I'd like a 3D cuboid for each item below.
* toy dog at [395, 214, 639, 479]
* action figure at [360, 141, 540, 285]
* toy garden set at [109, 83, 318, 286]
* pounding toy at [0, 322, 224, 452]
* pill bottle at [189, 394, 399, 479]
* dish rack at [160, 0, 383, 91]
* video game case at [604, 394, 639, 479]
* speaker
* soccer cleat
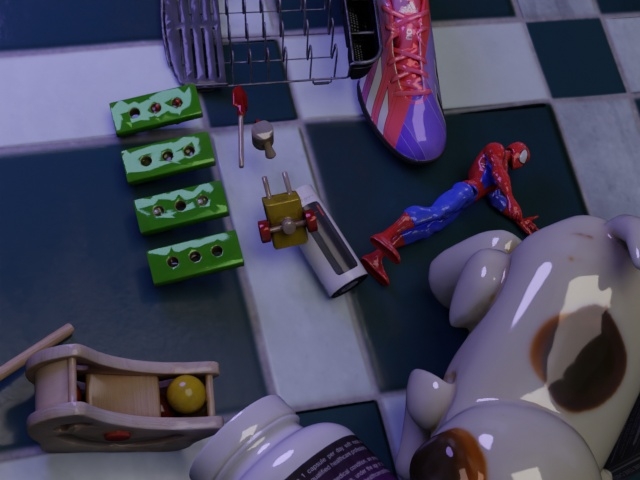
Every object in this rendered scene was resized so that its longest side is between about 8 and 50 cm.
[{"bbox_3d":[0.246,0.196,1.557,0.284,0.395,0.408,36,52,-14],"label":"toy dog"},{"bbox_3d":[0.195,-0.023,1.800,0.139,0.091,0.280,43,61,11],"label":"action figure"},{"bbox_3d":[-0.127,-0.073,1.715,0.204,0.049,0.244,-14,68,-6],"label":"toy garden set"},{"bbox_3d":[-0.242,0.139,1.532,0.270,0.154,0.154,2,66,-19],"label":"pounding toy"},{"bbox_3d":[0.022,0.308,1.405,0.181,0.181,0.323,-34,69,-29],"label":"pill bottle"},{"bbox_3d":[-0.067,-0.290,1.814,0.272,0.074,0.208,-5,66,-6],"label":"dish rack"},{"bbox_3d":[0.400,0.183,1.670,0.026,0.274,0.196,31,60,-5],"label":"video game case"},{"bbox_3d":[0.000,0.000,1.740,0.055,0.055,0.136,-26,77,-27],"label":"speaker"},{"bbox_3d":[0.103,-0.253,1.856,0.109,0.116,0.318,-4,68,-21],"label":"soccer cleat"}]
